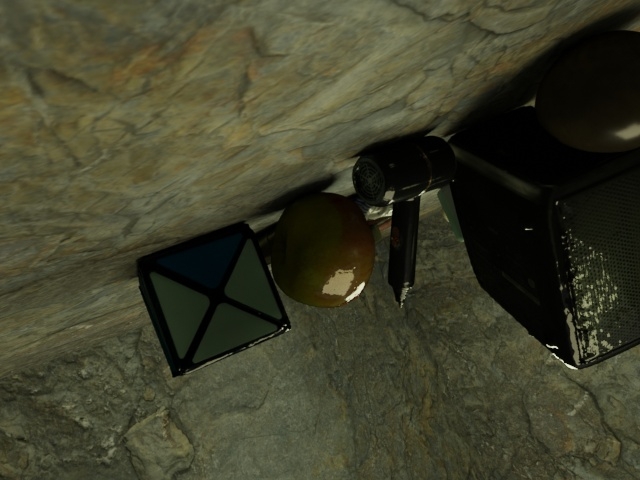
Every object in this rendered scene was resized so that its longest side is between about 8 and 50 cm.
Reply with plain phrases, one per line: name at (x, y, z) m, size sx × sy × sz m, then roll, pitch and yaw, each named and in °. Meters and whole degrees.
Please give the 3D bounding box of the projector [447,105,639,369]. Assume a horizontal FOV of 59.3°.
projector at (0.449, -0.015, 1.119) m, size 0.242 × 0.405 × 0.395 m, roll -24°, pitch -153°, yaw -6°

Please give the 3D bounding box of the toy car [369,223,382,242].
toy car at (0.060, 0.002, 1.542) m, size 0.235 × 0.145 × 0.235 m, roll -19°, pitch -176°, yaw 1°

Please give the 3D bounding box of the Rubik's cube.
Rubik's cube at (-0.239, 0.134, 1.212) m, size 0.250 × 0.246 × 0.248 m, roll -20°, pitch 173°, yaw -19°

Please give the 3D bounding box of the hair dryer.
hair dryer at (0.151, -0.014, 1.081) m, size 0.189 × 0.352 × 0.107 m, roll -19°, pitch -149°, yaw -36°

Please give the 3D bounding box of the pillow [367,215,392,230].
pillow at (0.211, -0.071, 2.046) m, size 0.171 × 0.075 × 0.179 m, roll -27°, pitch 180°, yaw -22°

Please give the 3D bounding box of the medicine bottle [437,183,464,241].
medicine bottle at (0.419, -0.119, 1.621) m, size 0.139 × 0.225 × 0.139 m, roll -23°, pitch 174°, yaw -2°

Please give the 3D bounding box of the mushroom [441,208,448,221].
mushroom at (0.532, -0.130, 2.002) m, size 0.260 × 0.254 × 0.234 m, roll 24°, pitch 144°, yaw -19°

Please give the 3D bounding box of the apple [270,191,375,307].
apple at (0.002, 0.020, 1.165) m, size 0.194 × 0.260 × 0.261 m, roll 4°, pitch 165°, yaw -20°

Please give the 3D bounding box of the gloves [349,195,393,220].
gloves at (0.117, -0.077, 1.469) m, size 0.229 × 0.097 × 0.119 m, roll -26°, pitch 173°, yaw -22°

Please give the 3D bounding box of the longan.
longan at (0.443, -0.226, 0.860) m, size 0.212 × 0.198 × 0.198 m, roll -1°, pitch 179°, yaw 11°

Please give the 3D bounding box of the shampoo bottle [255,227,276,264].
shampoo bottle at (-0.187, 0.047, 1.468) m, size 0.350 × 0.084 × 0.125 m, roll -28°, pitch 176°, yaw 39°
